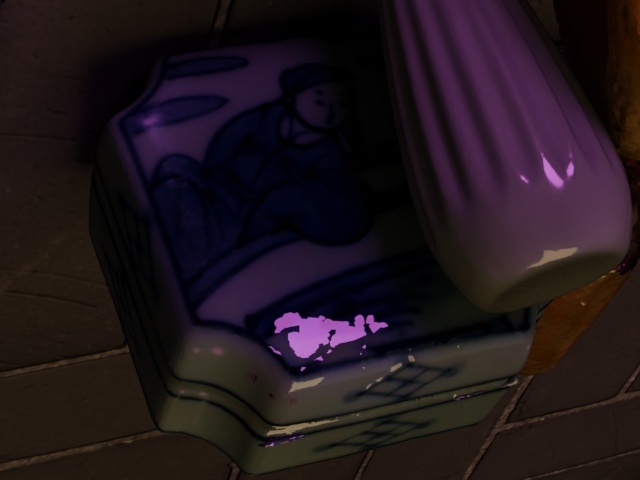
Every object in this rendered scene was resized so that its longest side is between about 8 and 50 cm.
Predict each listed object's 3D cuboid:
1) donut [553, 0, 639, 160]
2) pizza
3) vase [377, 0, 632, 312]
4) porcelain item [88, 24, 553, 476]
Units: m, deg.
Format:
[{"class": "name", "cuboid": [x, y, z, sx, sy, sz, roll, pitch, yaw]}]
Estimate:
[{"class": "donut", "cuboid": [0.207, -0.177, 1.026, 0.110, 0.303, 0.303, -13, 150, 0]}, {"class": "pizza", "cuboid": [0.206, -0.016, 1.326, 0.278, 0.114, 0.409, -62, 179, 9]}, {"class": "vase", "cuboid": [0.102, -0.085, 1.029, 0.128, 0.248, 0.128, -17, 162, -6]}, {"class": "porcelain item", "cuboid": [0.000, 0.000, 1.131, 0.281, 0.286, 0.157, -8, 149, -22]}]
